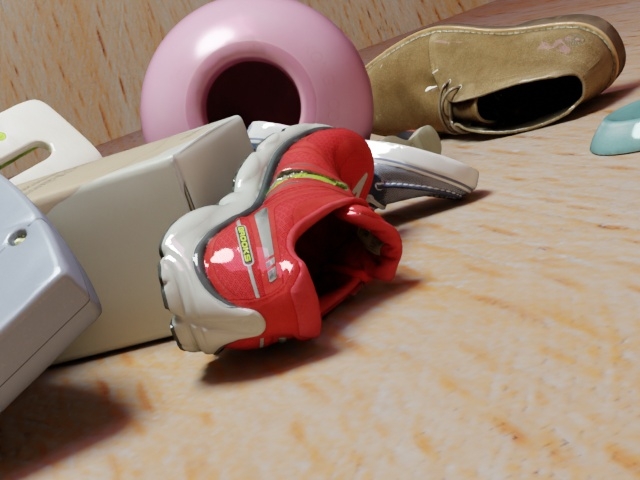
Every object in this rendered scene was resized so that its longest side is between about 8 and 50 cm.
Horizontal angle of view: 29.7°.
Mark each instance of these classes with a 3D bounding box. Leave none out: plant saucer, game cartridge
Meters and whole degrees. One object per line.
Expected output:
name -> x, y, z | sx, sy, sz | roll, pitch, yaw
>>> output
plant saucer -> 0.264, -0.096, 0.931 | 0.119, 0.021, 0.119 | -18, 12, 4
game cartridge -> -0.264, 0.036, 0.749 | 0.198, 0.062, 0.297 | -42, 39, -19

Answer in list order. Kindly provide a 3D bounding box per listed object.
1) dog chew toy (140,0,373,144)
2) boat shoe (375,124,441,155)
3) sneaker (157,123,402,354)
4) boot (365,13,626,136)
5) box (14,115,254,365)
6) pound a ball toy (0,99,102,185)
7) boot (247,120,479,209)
dog chew toy -> -0.056, -0.121, 1.154 | 0.207, 0.206, 0.332 | -19, 4, 1
boat shoe -> 0.063, -0.071, 1.072 | 0.043, 0.049, 0.137 | -16, 9, 31
sneaker -> 0.000, 0.000, 0.786 | 0.118, 0.107, 0.279 | 0, 24, 20
boot -> 0.139, -0.150, 1.200 | 0.305, 0.112, 0.115 | -8, 27, 37
box -> -0.196, 0.017, 0.901 | 0.311, 0.121, 0.148 | -16, 12, 19
pound a ball toy -> -0.320, 0.016, 1.142 | 0.319, 0.136, 0.208 | -35, -21, -37
boot -> 0.025, -0.034, 0.948 | 0.190, 0.086, 0.069 | 11, -6, 16
